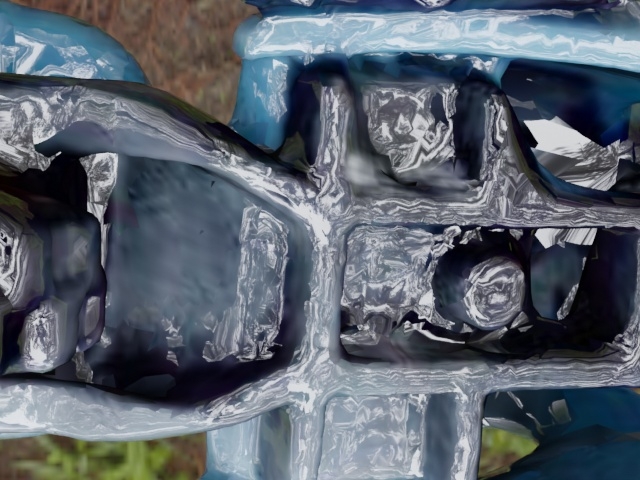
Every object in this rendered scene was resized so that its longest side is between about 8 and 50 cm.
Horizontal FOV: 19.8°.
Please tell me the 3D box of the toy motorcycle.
[{"bbox_3d":[0.000,0.000,0.499,0.416,0.232,0.172,-1,101,-26],"label":"toy motorcycle"}]
